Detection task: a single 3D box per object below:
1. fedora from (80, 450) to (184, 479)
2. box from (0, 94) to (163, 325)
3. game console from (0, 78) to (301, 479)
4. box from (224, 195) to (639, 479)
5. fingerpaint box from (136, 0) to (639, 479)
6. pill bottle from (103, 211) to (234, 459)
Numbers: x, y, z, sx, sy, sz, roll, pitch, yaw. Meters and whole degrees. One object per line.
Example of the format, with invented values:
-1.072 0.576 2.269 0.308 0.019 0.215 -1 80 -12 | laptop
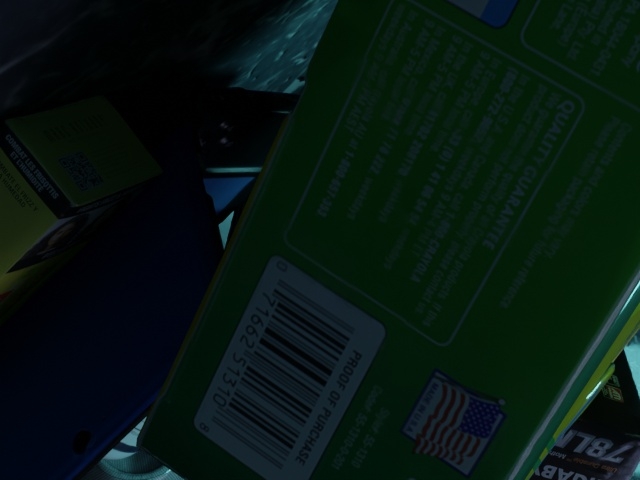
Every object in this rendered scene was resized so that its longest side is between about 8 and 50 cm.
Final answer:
-0.256 0.256 1.628 0.275 0.243 0.124 -97 -161 -47 | fedora
-0.194 0.017 0.677 0.232 0.058 0.087 -39 177 28 | box
-0.118 0.058 0.775 0.293 0.173 0.250 -43 162 26 | game console
0.072 0.042 0.909 0.295 0.293 0.073 -86 -164 -61 | box
0.144 -0.088 0.606 0.371 0.163 0.445 -28 147 -62 | fingerpaint box
-0.160 0.087 1.030 0.264 0.153 0.153 -37 175 10 | pill bottle
